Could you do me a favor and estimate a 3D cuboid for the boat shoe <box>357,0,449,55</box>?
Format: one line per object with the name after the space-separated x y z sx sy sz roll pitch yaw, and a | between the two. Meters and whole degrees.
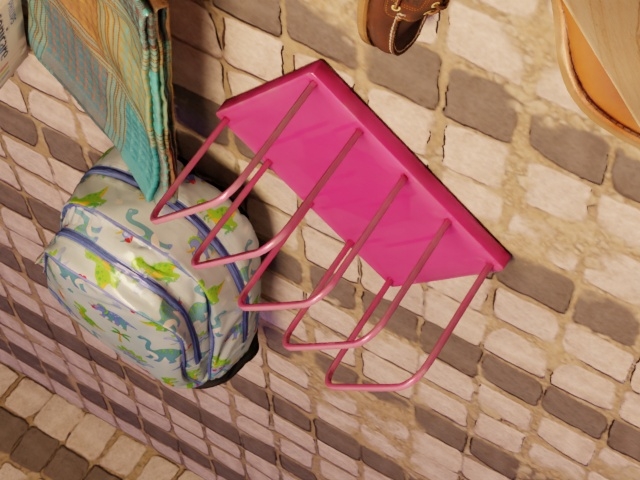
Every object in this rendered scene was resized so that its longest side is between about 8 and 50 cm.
0.074 -0.210 1.036 0.073 0.073 0.207 30 155 15 | boat shoe

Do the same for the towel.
-0.231 -0.213 1.336 0.271 0.040 0.370 51 161 17 | towel

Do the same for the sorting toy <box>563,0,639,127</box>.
0.270 -0.159 0.736 0.255 0.089 0.257 -31 119 14 | sorting toy

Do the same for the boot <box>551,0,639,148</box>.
0.241 -0.181 0.877 0.283 0.109 0.220 48 149 -11 | boot

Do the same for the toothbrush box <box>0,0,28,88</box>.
-0.478 -0.284 1.493 0.283 0.122 0.206 35 163 1 | toothbrush box

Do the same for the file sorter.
0.000 0.000 1.368 0.290 0.182 0.202 44 154 -19 | file sorter

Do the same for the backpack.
-0.202 0.031 1.637 0.290 0.273 0.355 38 143 8 | backpack
